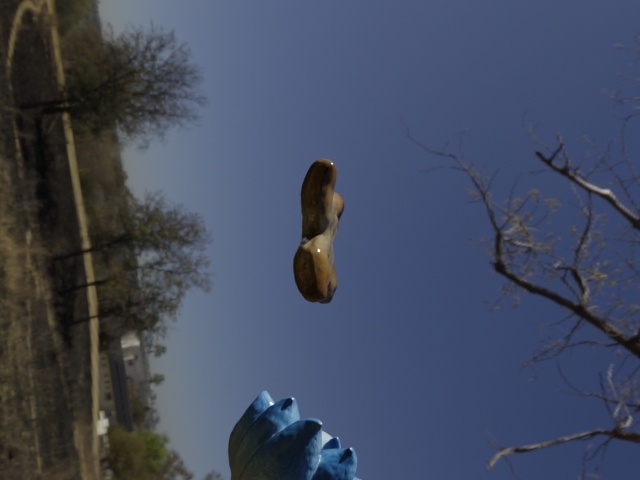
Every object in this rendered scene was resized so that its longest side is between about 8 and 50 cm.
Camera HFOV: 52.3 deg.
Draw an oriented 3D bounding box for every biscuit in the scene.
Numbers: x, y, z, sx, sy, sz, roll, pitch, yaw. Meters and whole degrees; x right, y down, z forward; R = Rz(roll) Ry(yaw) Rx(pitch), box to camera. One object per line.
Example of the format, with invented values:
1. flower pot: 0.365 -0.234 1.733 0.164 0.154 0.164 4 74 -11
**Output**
1. biscuit: 0.000 -0.001 0.826 0.208 0.047 0.164 57 36 -81

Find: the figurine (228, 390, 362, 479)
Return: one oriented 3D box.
1. figurine: -0.013 0.138 0.395 0.114 0.079 0.114 17 -66 42
